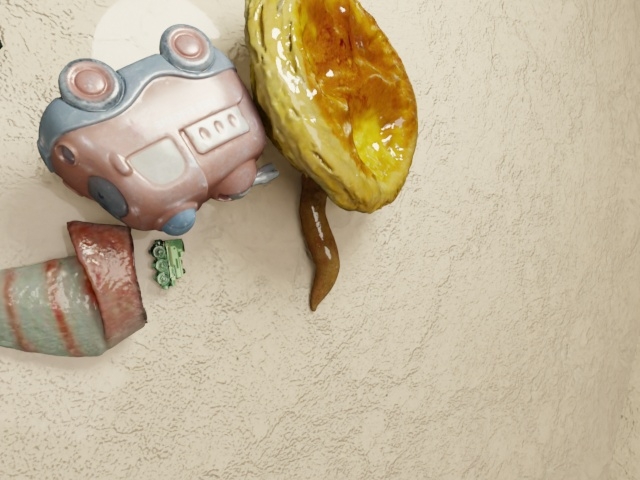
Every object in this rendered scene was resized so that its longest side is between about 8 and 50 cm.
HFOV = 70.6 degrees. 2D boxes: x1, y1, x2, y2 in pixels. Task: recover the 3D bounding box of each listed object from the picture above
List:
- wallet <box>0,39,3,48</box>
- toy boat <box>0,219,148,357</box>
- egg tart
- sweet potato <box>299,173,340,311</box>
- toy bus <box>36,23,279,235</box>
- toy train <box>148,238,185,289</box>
[{"bbox_3d":[-0.578,-0.330,0.489,0.190,0.046,0.379,-53,128,-20],"label":"wallet"},{"bbox_3d":[-0.400,0.082,0.630,0.282,0.096,0.206,-9,105,-23],"label":"toy boat"},{"bbox_3d":[0.009,-0.256,0.796,0.443,0.178,0.442,20,63,-46],"label":"egg tart"},{"bbox_3d":[0.000,0.000,0.891,0.067,0.059,0.281,-10,93,-23],"label":"sweet potato"},{"bbox_3d":[-0.215,-0.132,0.647,0.294,0.197,0.231,-37,94,-29],"label":"toy bus"},{"bbox_3d":[-0.250,0.037,0.746,0.053,0.033,0.083,-12,96,-36],"label":"toy train"}]
